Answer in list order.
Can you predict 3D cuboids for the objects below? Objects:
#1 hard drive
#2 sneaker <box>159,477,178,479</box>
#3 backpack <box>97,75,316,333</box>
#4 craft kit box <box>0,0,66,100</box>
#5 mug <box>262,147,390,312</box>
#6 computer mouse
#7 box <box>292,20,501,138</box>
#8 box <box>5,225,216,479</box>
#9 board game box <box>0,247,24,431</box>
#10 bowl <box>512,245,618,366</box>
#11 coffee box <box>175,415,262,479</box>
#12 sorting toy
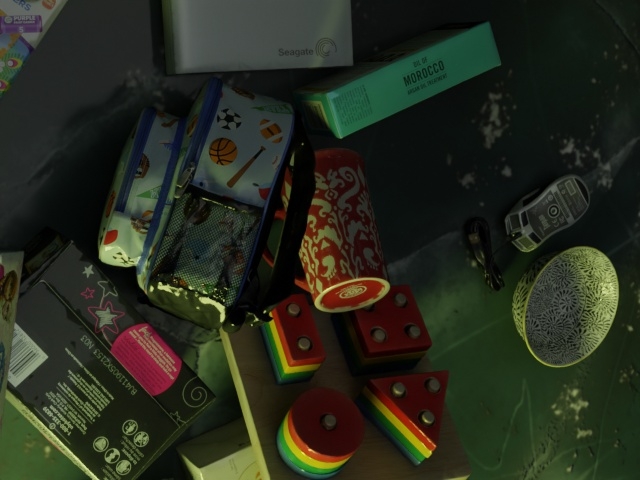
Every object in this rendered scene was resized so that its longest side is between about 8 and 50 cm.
[{"bbox_3d":[-0.078,-0.377,1.347,0.233,0.047,0.353,-7,100,-25],"label":"hard drive"},{"bbox_3d":[-0.263,0.360,1.341,0.261,0.104,0.125,-21,77,-15],"label":"sneaker"},{"bbox_3d":[-0.127,-0.046,1.266,0.213,0.276,0.263,26,81,-13],"label":"backpack"},{"bbox_3d":[-0.420,-0.248,1.196,0.250,0.061,0.247,34,79,-25],"label":"craft kit box"},{"bbox_3d":[0.009,0.000,1.372,0.113,0.150,0.169,5,57,-37],"label":"mug"},{"bbox_3d":[0.286,-0.022,1.573,0.193,0.042,0.106,-33,105,-13],"label":"computer mouse"},{"bbox_3d":[0.095,-0.202,1.423,0.244,0.100,0.060,-26,108,-20],"label":"box"},{"bbox_3d":[-0.268,0.132,1.268,0.163,0.142,0.247,-44,111,-13],"label":"box"},{"bbox_3d":[-0.471,0.143,1.127,0.318,0.066,0.319,9,93,6],"label":"board game box"},{"bbox_3d":[0.320,0.080,1.572,0.170,0.080,0.170,-10,110,-29],"label":"bowl"},{"bbox_3d":[-0.070,0.348,1.413,0.141,0.098,0.247,-20,105,-22],"label":"coffee box"},{"bbox_3d":[0.039,0.174,1.368,0.257,0.089,0.255,-4,57,-26],"label":"sorting toy"}]
